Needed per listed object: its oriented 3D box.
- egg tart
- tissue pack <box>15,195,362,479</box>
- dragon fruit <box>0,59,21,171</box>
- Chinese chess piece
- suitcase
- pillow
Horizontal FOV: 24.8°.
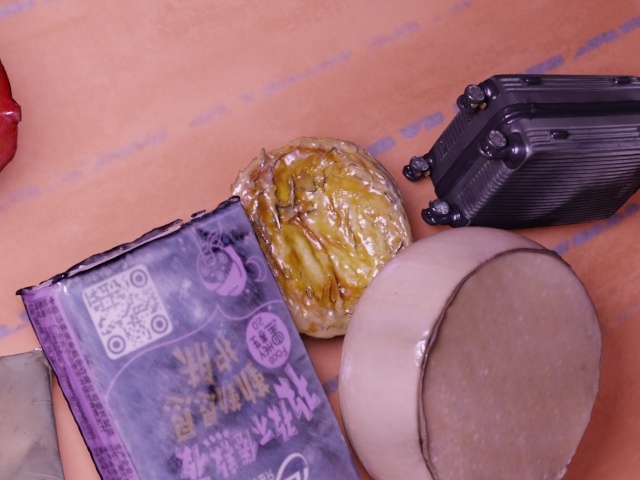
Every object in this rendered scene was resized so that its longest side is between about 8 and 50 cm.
[{"bbox_3d":[0.000,0.000,1.692,0.252,0.098,0.232,48,65,-6],"label":"egg tart"},{"bbox_3d":[-0.129,0.163,1.536,0.259,0.122,0.361,-28,98,-36],"label":"tissue pack"},{"bbox_3d":[-0.445,-0.118,1.371,0.291,0.269,0.250,-10,72,-35],"label":"dragon fruit"},{"bbox_3d":[0.177,0.152,1.665,0.338,0.141,0.338,-8,102,-41],"label":"Chinese chess piece"},{"bbox_3d":[0.279,-0.107,1.816,0.312,0.202,0.128,-5,59,-32],"label":"suitcase"},{"bbox_3d":[-0.389,0.195,1.418,0.303,0.075,0.184,1,68,-30],"label":"pillow"}]
